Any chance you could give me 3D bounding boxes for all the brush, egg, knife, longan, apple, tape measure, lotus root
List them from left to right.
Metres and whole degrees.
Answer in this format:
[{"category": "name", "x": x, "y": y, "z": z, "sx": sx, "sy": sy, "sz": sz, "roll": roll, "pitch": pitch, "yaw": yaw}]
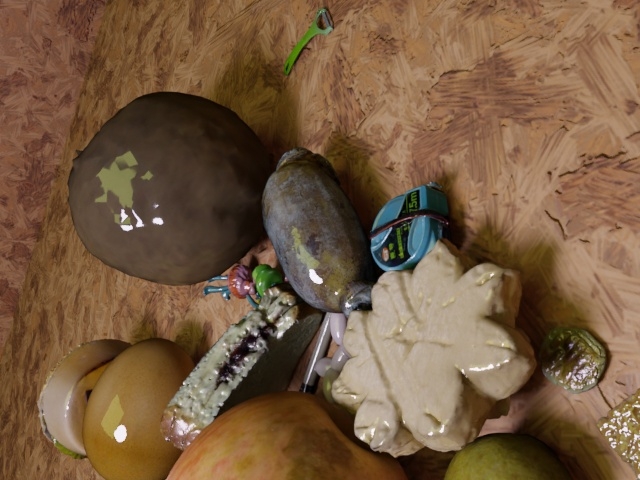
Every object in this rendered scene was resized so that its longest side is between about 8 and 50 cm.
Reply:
[{"category": "egg", "x": -0.384, "y": 0.376, "z": 1.351, "sx": 0.250, "sy": 0.250, "sz": 0.322, "roll": 3, "pitch": 76, "yaw": 51}, {"category": "longan", "x": -0.313, "y": -0.106, "z": 1.264, "sx": 0.436, "sy": 0.404, "sz": 0.404, "roll": 19, "pitch": 95, "yaw": 48}, {"category": "apple", "x": -0.049, "y": 0.388, "z": 0.863, "sx": 0.364, "sy": 0.364, "sz": 0.363, "roll": -16, "pitch": 69, "yaw": 48}, {"category": "knife", "x": -0.036, "y": -0.419, "z": 1.308, "sx": 0.166, "sy": 0.023, "sz": 0.078, "roll": -41, "pitch": 47, "yaw": 36}, {"category": "brush", "x": -0.014, "y": 0.247, "z": 1.108, "sx": 0.042, "sy": 0.039, "sz": 0.299, "roll": 27, "pitch": 98, "yaw": 47}, {"category": "lotus root", "x": -0.002, "y": 0.002, "z": 1.036, "sx": 0.175, "sy": 0.175, "sz": 0.349, "roll": -49, "pitch": 48, "yaw": 32}, {"category": "tape measure", "x": 0.138, "y": -0.008, "z": 0.943, "sx": 0.146, "sy": 0.081, "sz": 0.125, "roll": -24, "pitch": 60, "yaw": 46}, {"category": "longan", "x": 0.216, "y": 0.310, "z": 0.710, "sx": 0.155, "sy": 0.145, "sz": 0.176, "roll": 118, "pitch": 172, "yaw": -77}]

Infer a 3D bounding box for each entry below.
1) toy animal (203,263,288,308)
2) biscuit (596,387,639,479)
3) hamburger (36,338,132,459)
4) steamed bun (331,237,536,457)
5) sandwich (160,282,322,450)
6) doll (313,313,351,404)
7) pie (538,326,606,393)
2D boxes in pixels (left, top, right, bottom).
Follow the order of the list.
[{"category": "toy animal", "x": -0.152, "y": 0.101, "z": 1.270, "sx": 0.208, "sy": 0.100, "sz": 0.103, "roll": -7, "pitch": 98, "yaw": 41}, {"category": "biscuit", "x": 0.397, "y": 0.245, "z": 0.605, "sx": 0.131, "sy": 0.026, "sz": 0.237, "roll": -55, "pitch": 45, "yaw": 28}, {"category": "hamburger", "x": -0.544, "y": 0.390, "z": 1.518, "sx": 0.170, "sy": 0.302, "sz": 0.302, "roll": 6, "pitch": 86, "yaw": 44}, {"category": "steamed bun", "x": 0.163, "y": 0.149, "z": 0.812, "sx": 0.292, "sy": 0.137, "sz": 0.295, "roll": -14, "pitch": 50, "yaw": 47}, {"category": "sandwich", "x": -0.127, "y": 0.206, "z": 1.058, "sx": 0.100, "sy": 0.288, "sz": 0.254, "roll": 33, "pitch": 112, "yaw": 22}, {"category": "doll", "x": 0.049, "y": 0.196, "z": 1.019, "sx": 0.161, "sy": 0.059, "sz": 0.160, "roll": 11, "pitch": 88, "yaw": 51}, {"category": "pie", "x": 0.306, "y": 0.144, "z": 0.747, "sx": 0.084, "sy": 0.020, "sz": 0.084, "roll": -16, "pitch": 69, "yaw": 47}]
